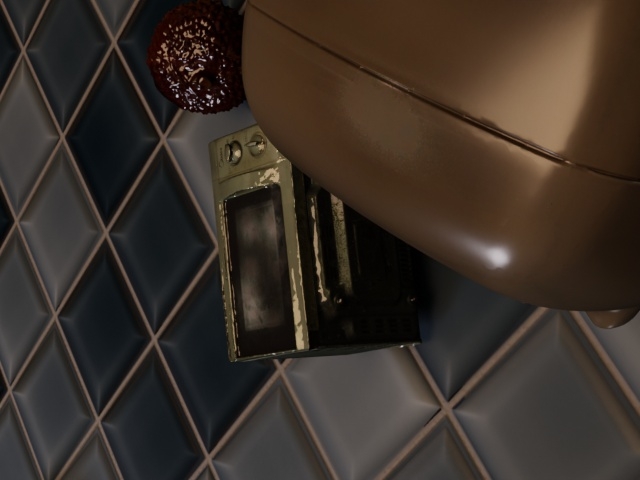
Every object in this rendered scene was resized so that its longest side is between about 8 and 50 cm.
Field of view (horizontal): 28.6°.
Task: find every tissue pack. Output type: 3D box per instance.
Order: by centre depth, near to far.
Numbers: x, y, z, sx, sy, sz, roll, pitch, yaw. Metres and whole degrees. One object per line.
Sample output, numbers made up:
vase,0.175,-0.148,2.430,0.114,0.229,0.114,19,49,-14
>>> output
tissue pack,0.125,-0.113,0.901,0.387,0.267,0.276,33,110,43

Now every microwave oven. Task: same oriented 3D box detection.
microwave oven,0.000,0.000,1.124,0.129,0.163,0.205,-15,79,49

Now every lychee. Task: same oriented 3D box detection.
lychee,-0.122,-0.195,1.305,0.123,0.123,0.129,-51,45,35
